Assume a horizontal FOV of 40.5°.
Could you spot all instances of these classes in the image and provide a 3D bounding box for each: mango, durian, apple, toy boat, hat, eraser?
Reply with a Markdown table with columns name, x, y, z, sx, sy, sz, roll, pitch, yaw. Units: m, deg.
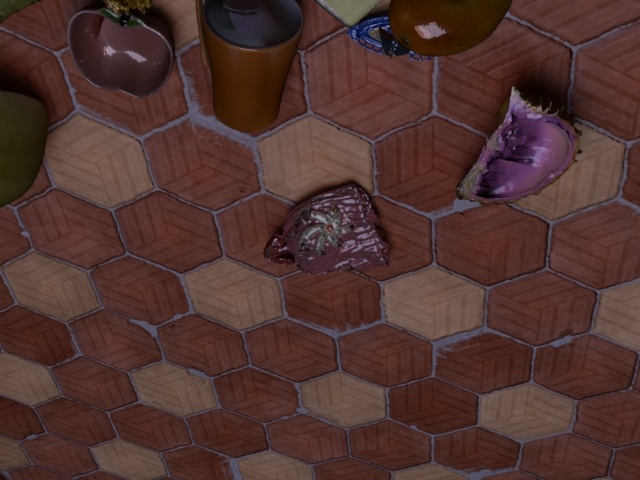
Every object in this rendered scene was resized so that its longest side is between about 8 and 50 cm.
| name | x | y | z | sx | sy | sz | roll | pitch | yaw |
| --- | --- | --- | --- | --- | --- | --- | --- | --- | --- |
| mango | 0.225 | -0.392 | 1.472 | 0.221 | 0.152 | 0.120 | -11 | 169 | 0 |
| durian | 0.392 | -0.181 | 1.695 | 0.191 | 0.112 | 0.341 | 7 | 145 | -8 |
| apple | -0.776 | -0.191 | 1.809 | 0.311 | 0.360 | 0.320 | 27 | 108 | 35 |
| toy boat | 0.132 | -0.362 | 1.562 | 0.174 | 0.110 | 0.091 | 8 | 133 | 7 |
| hat | 0.000 | 0.000 | 1.959 | 0.286 | 0.107 | 0.237 | -14 | 120 | 19 |
| eraser | 0.068 | -0.465 | 1.508 | 0.117 | 0.058 | 0.172 | 35 | 132 | -23 |

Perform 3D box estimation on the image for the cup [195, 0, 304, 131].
| name | x | y | z | sx | sy | sz | roll | pitch | yaw |
| --- | --- | --- | --- | --- | --- | --- | --- | --- | --- |
| cup | -0.148 | -0.349 | 1.619 | 0.226 | 0.182 | 0.264 | 40 | 147 | 20 |

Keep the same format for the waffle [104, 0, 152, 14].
| name | x | y | z | sx | sy | sz | roll | pitch | yaw |
| --- | --- | --- | --- | --- | --- | --- | --- | --- | --- |
| waffle | -0.368 | -0.475 | 1.489 | 0.197 | 0.070 | 0.193 | 44 | 164 | 26 |

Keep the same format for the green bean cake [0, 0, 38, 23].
| name | x | y | z | sx | sy | sz | roll | pitch | yaw |
| --- | --- | --- | --- | --- | --- | --- | --- | --- | --- |
| green bean cake | -0.566 | -0.470 | 1.527 | 0.236 | 0.233 | 0.124 | -17 | 135 | 28 |

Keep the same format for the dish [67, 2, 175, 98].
| name | x | y | z | sx | sy | sz | roll | pitch | yaw |
| --- | --- | --- | --- | --- | --- | --- | --- | --- | --- |
| dish | -0.371 | -0.383 | 1.669 | 0.213 | 0.090 | 0.213 | 8 | 138 | 7 |
